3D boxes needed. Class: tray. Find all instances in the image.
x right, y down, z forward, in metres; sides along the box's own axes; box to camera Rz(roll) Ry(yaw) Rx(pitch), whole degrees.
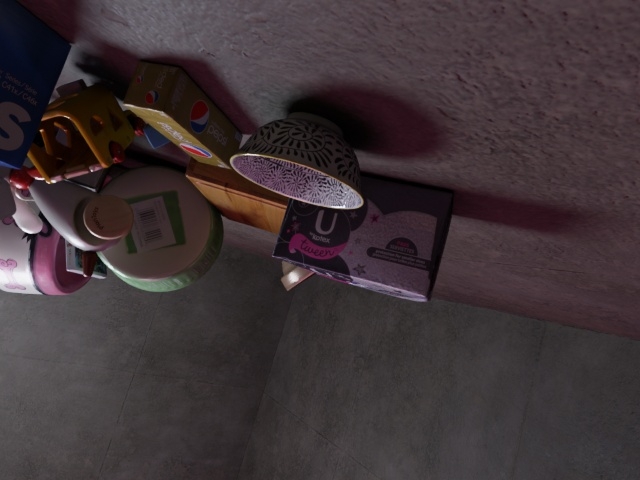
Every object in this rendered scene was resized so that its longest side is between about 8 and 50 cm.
[{"bbox_3d":[-0.142,-0.087,0.959,0.202,0.076,0.411,17,173,-1],"label":"tray"}]

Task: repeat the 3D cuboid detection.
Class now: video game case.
[{"bbox_3d":[-0.554,-0.009,1.036,0.023,0.183,0.201,-6,171,-9],"label":"video game case"}]

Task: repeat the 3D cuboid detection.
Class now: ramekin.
[{"bbox_3d":[-0.388,-0.031,1.041,0.303,0.303,0.148,18,169,-8],"label":"ramekin"}]

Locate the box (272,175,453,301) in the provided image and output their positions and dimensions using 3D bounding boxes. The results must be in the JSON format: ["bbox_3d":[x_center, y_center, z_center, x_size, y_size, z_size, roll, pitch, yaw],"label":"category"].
[{"bbox_3d":[0.072,-0.008,0.710,0.247,0.163,0.142,14,173,19],"label":"box"}]

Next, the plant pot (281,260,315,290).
[{"bbox_3d":[0.000,0.000,0.936,0.110,0.237,0.237,56,173,4],"label":"plant pot"}]

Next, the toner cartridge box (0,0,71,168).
[{"bbox_3d":[-0.397,-0.201,0.359,0.075,0.165,0.348,13,172,18],"label":"toner cartridge box"}]

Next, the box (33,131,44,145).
[{"bbox_3d":[-0.878,-0.123,1.083,0.293,0.395,0.212,18,172,-4],"label":"box"}]

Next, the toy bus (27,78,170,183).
[{"bbox_3d":[-0.326,-0.167,0.612,0.202,0.191,0.104,18,138,42],"label":"toy bus"}]

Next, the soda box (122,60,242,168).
[{"bbox_3d":[-0.172,-0.157,0.577,0.061,0.058,0.181,15,172,16],"label":"soda box"}]

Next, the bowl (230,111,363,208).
[{"bbox_3d":[-0.018,-0.105,0.536,0.170,0.080,0.170,16,173,2],"label":"bowl"}]

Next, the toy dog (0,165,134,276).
[{"bbox_3d":[-0.518,-0.043,0.824,0.333,0.161,0.220,19,170,3],"label":"toy dog"}]

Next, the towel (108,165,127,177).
[{"bbox_3d":[-0.495,-0.092,1.401,0.331,0.053,0.317,17,151,-13],"label":"towel"}]

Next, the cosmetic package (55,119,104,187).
[{"bbox_3d":[-0.507,-0.173,0.934,0.107,0.127,0.238,21,173,-22],"label":"cosmetic package"}]

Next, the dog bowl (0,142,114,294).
[{"bbox_3d":[-0.679,-0.039,1.154,0.150,0.408,0.408,18,172,-5],"label":"dog bowl"}]
